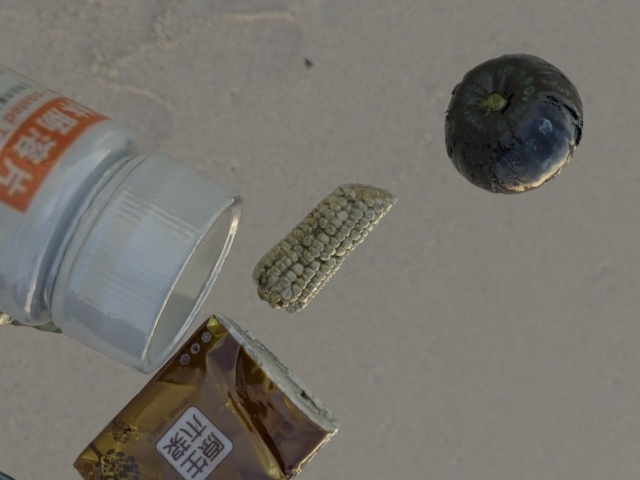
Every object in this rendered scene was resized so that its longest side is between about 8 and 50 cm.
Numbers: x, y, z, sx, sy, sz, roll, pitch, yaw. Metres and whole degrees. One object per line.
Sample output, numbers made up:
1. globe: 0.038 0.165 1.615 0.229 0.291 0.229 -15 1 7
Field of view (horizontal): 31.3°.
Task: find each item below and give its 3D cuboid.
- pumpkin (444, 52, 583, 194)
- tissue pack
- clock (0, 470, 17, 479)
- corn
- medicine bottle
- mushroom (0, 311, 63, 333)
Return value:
1. pumpkin: 0.306 -0.185 1.831 0.233 0.233 0.163 -48 135 5
2. tissue pack: -0.117 0.213 1.197 0.226 0.183 0.092 -47 170 4
3. clock: -0.329 0.309 0.987 0.280 0.281 0.055 7 134 -42
4. corn: 0.000 0.000 1.448 0.211 0.087 0.087 -49 140 7
5. medicine bottle: -0.279 -0.040 1.080 0.211 0.371 0.211 -62 174 -11
6. mushroom: -0.438 0.016 1.476 0.217 0.292 0.212 -18 132 -46
